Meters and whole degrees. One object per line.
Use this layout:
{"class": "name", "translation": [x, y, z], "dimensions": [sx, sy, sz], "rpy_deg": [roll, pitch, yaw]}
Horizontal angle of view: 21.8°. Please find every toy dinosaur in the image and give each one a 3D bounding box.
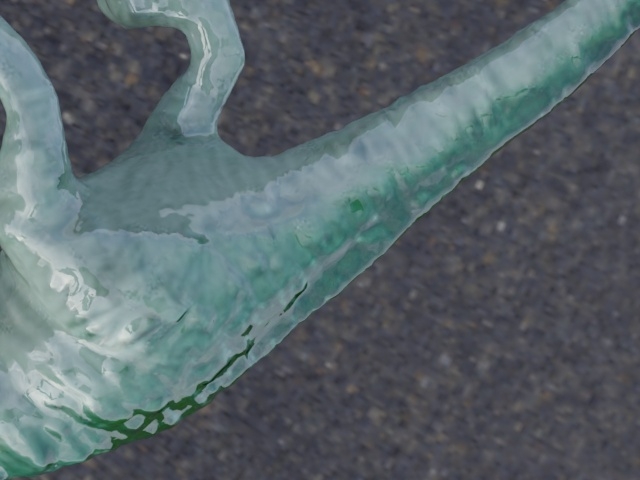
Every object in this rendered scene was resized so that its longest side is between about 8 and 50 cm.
{"class": "toy dinosaur", "translation": [-0.027, -0.039, 0.432], "dimensions": [0.383, 0.076, 0.129], "rpy_deg": [-39, 108, 0]}
